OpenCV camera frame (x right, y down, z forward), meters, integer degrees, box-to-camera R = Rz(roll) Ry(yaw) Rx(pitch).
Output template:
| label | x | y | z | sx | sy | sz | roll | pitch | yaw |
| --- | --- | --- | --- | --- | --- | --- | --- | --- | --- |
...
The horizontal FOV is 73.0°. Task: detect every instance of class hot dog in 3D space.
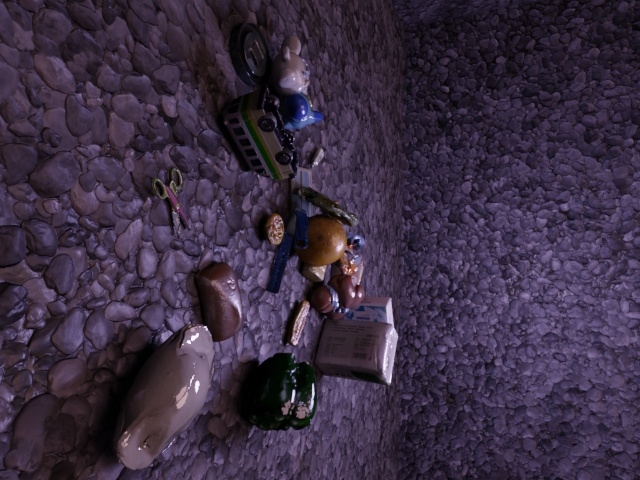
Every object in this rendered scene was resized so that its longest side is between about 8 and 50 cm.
| label | x | y | z | sx | sy | sz | roll | pitch | yaw |
| --- | --- | --- | --- | --- | --- | --- | --- | --- | --- |
| hot dog | -0.102 | 0.353 | 1.872 | 0.066 | 0.047 | 0.215 | 47 | 47 | -37 |

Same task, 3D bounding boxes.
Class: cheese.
| label | x | y | z | sx | sy | sz | roll | pitch | yaw |
| --- | --- | --- | --- | --- | --- | --- | --- | --- | --- |
| cheese | -0.020 | 0.096 | 1.994 | 0.123 | 0.094 | 0.167 | 58 | 40 | -53 |

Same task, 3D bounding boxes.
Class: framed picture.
| label | x | y | z | sx | sy | sz | roll | pitch | yaw |
| --- | --- | --- | --- | --- | --- | --- | --- | --- | --- |
| framed picture | -0.085 | -0.183 | 1.940 | 0.213 | 0.016 | 0.289 | -6 | 96 | -66 |

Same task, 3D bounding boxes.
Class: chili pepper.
| label | x | y | z | sx | sy | sz | roll | pitch | yaw |
| --- | --- | --- | --- | --- | --- | --- | --- | --- | --- |
| chili pepper | -0.141 | 0.552 | 1.565 | 0.233 | 0.249 | 0.256 | 51 | 34 | -38 |

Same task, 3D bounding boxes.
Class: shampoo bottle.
| label | x | y | z | sx | sy | sz | roll | pitch | yaw |
| --- | --- | --- | --- | --- | --- | --- | --- | --- | --- |
| shampoo bottle | -0.021 | -0.388 | 2.063 | 0.141 | 0.034 | 0.048 | -63 | 152 | -45 |

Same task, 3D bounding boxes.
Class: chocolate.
| label | x | y | z | sx | sy | sz | roll | pitch | yaw |
| --- | --- | --- | --- | --- | --- | --- | --- | --- | --- |
| chocolate | -0.301 | 0.198 | 1.378 | 0.161 | 0.083 | 0.261 | -40 | 127 | -58 |

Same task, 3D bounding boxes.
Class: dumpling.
| label | x | y | z | sx | sy | sz | roll | pitch | yaw |
| --- | --- | --- | --- | --- | --- | --- | --- | --- | --- |
| dumpling | -0.375 | 0.408 | 1.111 | 0.341 | 0.182 | 0.260 | -97 | 177 | -47 |

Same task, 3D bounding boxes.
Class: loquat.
| label | x | y | z | sx | sy | sz | roll | pitch | yaw |
| --- | --- | --- | --- | --- | --- | --- | --- | --- | --- |
| loquat | 0.000 | 0.000 | 1.850 | 0.235 | 0.235 | 0.234 | 0 | 90 | -66 |

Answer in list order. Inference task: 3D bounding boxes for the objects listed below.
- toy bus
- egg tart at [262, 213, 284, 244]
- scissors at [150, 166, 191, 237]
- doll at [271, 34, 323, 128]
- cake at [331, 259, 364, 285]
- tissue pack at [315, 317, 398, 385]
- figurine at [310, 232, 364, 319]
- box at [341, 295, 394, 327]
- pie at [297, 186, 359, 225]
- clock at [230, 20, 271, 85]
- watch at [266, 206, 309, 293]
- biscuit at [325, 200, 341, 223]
| label | x | y | z | sx | sy | sz | roll | pitch | yaw |
| --- | --- | --- | --- | --- | --- | --- | --- | --- | --- |
| toy bus | -0.197 | -0.349 | 1.488 | 0.305 | 0.179 | 0.143 | 63 | 20 | -45 |
| egg tart | -0.186 | -0.040 | 1.672 | 0.130 | 0.052 | 0.130 | -1 | 90 | -68 |
| scissors | -0.407 | -0.102 | 1.213 | 0.133 | 0.020 | 0.187 | -55 | 137 | -59 |
| doll | -0.093 | -0.567 | 1.674 | 0.365 | 0.187 | 0.376 | 80 | 24 | -43 |
| cake | 0.121 | 0.191 | 2.370 | 0.262 | 0.160 | 0.158 | 126 | -26 | -70 |
| tissue pack | 0.184 | 0.539 | 2.131 | 0.193 | 0.357 | 0.266 | 62 | 37 | -47 |
| figurine | 0.094 | 0.176 | 2.123 | 0.277 | 0.248 | 0.387 | 41 | 44 | -56 |
| box | 0.254 | 0.421 | 2.391 | 0.116 | 0.274 | 0.203 | -45 | 131 | -60 |
| pie | 0.036 | -0.147 | 1.879 | 0.066 | 0.303 | 0.302 | -60 | 154 | 2 |
| clock | -0.246 | -0.661 | 1.545 | 0.215 | 0.042 | 0.214 | 0 | 90 | -66 |
| watch | -0.123 | 0.029 | 1.705 | 0.276 | 0.068 | 0.274 | -56 | -157 | 35 |
| biscuit | 0.066 | -0.143 | 2.229 | 0.183 | 0.061 | 0.118 | 47 | 46 | -60 |
